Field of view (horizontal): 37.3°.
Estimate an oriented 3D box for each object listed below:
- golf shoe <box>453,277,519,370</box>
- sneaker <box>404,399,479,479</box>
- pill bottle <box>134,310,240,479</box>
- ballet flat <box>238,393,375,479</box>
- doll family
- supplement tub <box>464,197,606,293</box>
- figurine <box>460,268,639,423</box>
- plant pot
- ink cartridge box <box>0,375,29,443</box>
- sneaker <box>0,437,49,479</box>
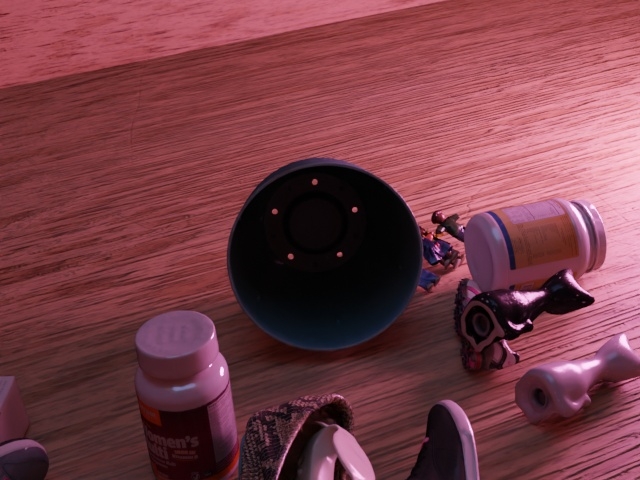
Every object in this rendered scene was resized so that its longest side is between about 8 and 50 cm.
[{"bbox_3d":[0.253,0.131,1.467,0.086,0.067,0.186,2,40,-5],"label":"golf shoe"},{"bbox_3d":[0.113,0.302,1.152,0.147,0.104,0.295,2,35,0],"label":"sneaker"},{"bbox_3d":[-0.174,0.209,1.230,0.121,0.221,0.121,-3,31,2],"label":"pill bottle"},{"bbox_3d":[-0.024,0.329,1.044,0.182,0.164,0.482,-32,22,20],"label":"ballet flat"},{"bbox_3d":[0.186,0.015,1.650,0.111,0.076,0.193,35,40,20],"label":"doll family"},{"bbox_3d":[0.355,0.009,1.575,0.200,0.144,0.144,-11,32,-12],"label":"supplement tub"},{"bbox_3d":[0.347,0.144,1.368,0.209,0.092,0.215,-18,58,-30],"label":"figurine"},{"bbox_3d":[0.000,0.000,1.518,0.293,0.293,0.235,-6,15,-3],"label":"plant pot"},{"bbox_3d":[-0.533,0.269,1.299,0.212,0.093,0.154,-3,32,6],"label":"ink cartridge box"},{"bbox_3d":[-0.386,0.352,1.116,0.178,0.123,0.295,18,31,24],"label":"sneaker"}]
